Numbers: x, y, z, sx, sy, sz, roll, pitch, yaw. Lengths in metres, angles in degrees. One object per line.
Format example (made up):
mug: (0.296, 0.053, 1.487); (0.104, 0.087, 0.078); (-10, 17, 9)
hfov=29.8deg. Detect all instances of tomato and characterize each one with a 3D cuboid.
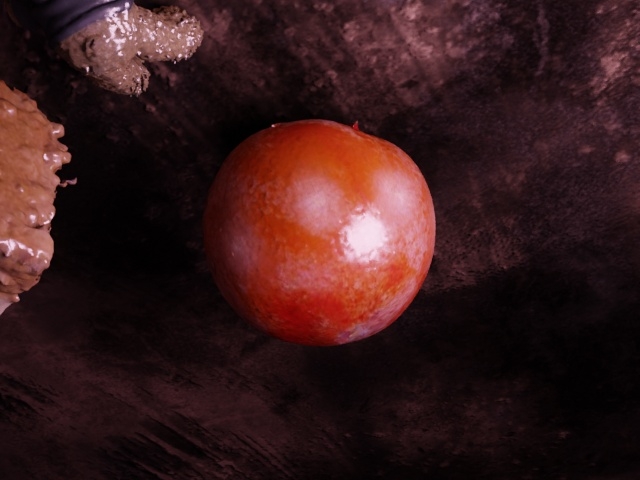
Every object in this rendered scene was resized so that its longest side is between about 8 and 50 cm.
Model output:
tomato: (0.000, 0.000, 1.360); (0.265, 0.265, 0.265); (-2, 140, -1)

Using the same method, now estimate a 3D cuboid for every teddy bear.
teddy bear: (-0.219, -0.223, 1.170); (0.182, 0.129, 0.251); (-25, 136, 22)

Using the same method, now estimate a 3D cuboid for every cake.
cake: (-0.452, -0.040, 1.279); (0.282, 0.256, 0.290); (31, 126, -32)
